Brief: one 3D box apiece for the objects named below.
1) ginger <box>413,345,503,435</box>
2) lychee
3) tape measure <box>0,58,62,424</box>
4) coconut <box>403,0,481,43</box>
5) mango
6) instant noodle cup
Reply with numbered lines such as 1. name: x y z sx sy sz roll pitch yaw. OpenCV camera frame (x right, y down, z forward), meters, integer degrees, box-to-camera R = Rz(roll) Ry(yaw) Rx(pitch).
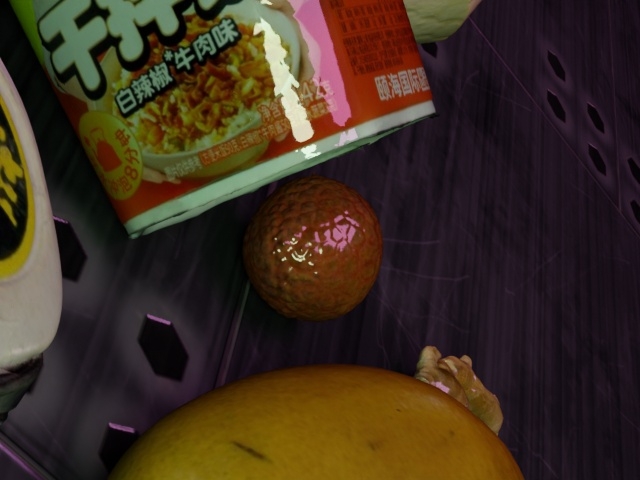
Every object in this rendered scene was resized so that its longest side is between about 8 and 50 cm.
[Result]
1. ginger: 0.118 0.177 1.153 0.176 0.052 0.193 54 21 -15
2. lychee: 0.000 -0.001 1.046 0.140 0.101 0.114 -22 84 -42
3. tape measure: -0.211 -0.001 0.640 0.231 0.133 0.271 43 25 -62
4. coconut: 0.039 -0.290 1.272 0.259 0.259 0.259 40 35 -35
5. mango: -0.007 0.173 0.807 0.211 0.173 0.317 49 30 21
6. instant noodle cup: -0.079 -0.183 0.946 0.294 0.294 0.308 -27 96 -62
